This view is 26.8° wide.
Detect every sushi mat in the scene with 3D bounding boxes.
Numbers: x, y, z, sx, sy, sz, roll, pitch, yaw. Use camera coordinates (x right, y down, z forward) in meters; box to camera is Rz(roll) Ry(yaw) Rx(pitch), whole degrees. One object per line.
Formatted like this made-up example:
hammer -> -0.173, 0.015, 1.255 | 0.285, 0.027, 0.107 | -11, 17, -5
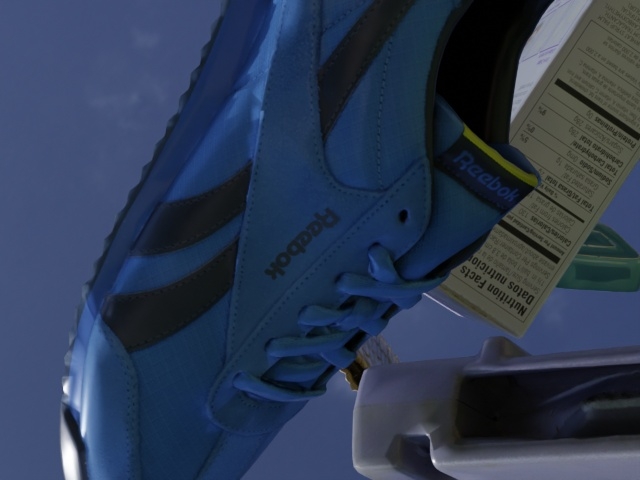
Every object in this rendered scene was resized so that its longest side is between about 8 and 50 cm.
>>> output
sushi mat -> 0.049, 0.104, 0.976 | 0.019, 0.316, 0.151 | -36, -87, 3

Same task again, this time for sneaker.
sneaker -> 0.000, 0.000, 0.347 | 0.082, 0.209, 0.069 | 30, -169, 29

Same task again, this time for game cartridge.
game cartridge -> 0.220, 0.087, 0.521 | 0.230, 0.355, 0.068 | 28, -120, -48

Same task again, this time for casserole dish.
casserole dish -> 0.269, 0.010, 1.441 | 0.188, 0.037, 0.114 | 4, -151, -30

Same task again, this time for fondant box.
fondant box -> 0.180, -0.094, 1.022 | 0.096, 0.238, 0.330 | 35, -92, -4
